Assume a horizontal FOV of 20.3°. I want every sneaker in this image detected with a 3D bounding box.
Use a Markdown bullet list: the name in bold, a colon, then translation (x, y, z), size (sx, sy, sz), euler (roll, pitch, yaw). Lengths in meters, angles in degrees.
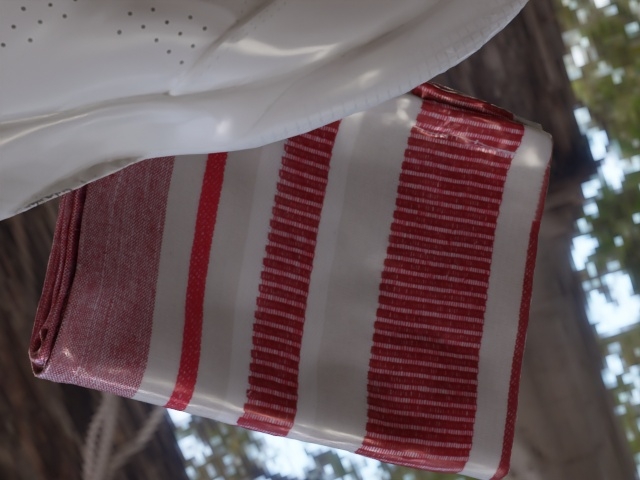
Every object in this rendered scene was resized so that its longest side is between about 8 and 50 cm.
- **sneaker**: translation (-0.040, -0.067, 0.362), size (0.212, 0.094, 0.080), euler (-24, -152, -27)

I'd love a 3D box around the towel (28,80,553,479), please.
- **towel**: translation (0.000, 0.000, 1.055), size (0.037, 0.329, 0.237), euler (-10, -113, 56)
